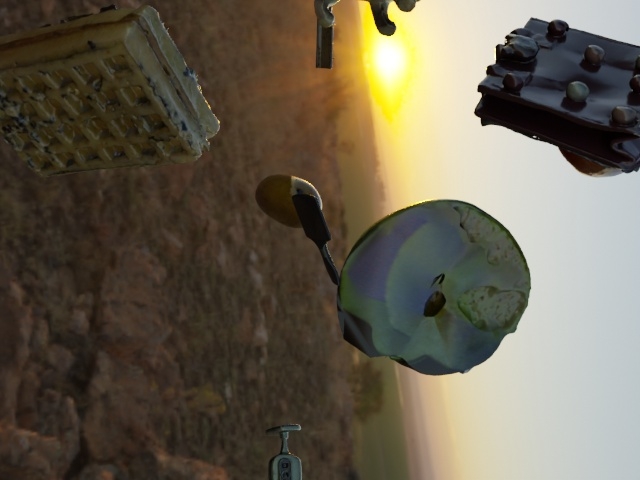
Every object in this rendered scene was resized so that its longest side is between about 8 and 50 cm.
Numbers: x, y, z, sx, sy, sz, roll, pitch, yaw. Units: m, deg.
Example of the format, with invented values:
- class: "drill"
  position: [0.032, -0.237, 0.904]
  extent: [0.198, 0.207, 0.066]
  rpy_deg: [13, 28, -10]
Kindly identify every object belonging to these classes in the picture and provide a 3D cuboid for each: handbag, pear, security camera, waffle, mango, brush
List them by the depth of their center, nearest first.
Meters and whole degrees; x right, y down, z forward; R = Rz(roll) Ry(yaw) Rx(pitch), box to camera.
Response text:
- class: "handbag"
  position: [0.310, -0.190, 0.975]
  extent: [0.203, 0.216, 0.074]
  rpy_deg: [-50, 157, -40]
- class: "security camera"
  position: [-0.052, 0.325, 1.197]
  extent: [0.058, 0.058, 0.092]
  rpy_deg: [67, 13, -67]
- class: "waffle"
  position: [-0.378, -0.229, 1.313]
  extent: [0.261, 0.376, 0.114]
  rpy_deg: [59, 38, -43]
- class: "brush"
  position: [0.000, 0.000, 1.443]
  extent: [0.016, 0.063, 0.193]
  rpy_deg: [-38, 121, -35]
- class: "pear"
  position: [0.219, 0.074, 1.641]
  extent: [0.165, 0.399, 0.399]
  rpy_deg: [-107, -175, -65]
- class: "mango"
  position: [-0.070, -0.084, 1.665]
  extent: [0.099, 0.136, 0.227]
  rpy_deg: [-65, -166, 1]
- class: "brush"
  position: [0.013, -0.513, 1.820]
  extent: [0.036, 0.043, 0.248]
  rpy_deg: [-70, 163, -58]

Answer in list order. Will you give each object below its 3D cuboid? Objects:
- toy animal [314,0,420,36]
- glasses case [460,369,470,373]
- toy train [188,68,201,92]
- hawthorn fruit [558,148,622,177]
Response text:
- class: "toy animal"
  position: [0.095, -0.438, 1.366]
  extent: [0.121, 0.233, 0.168]
  rpy_deg: [114, -30, -64]
- class: "glasses case"
  position: [0.301, 0.241, 2.069]
  extent: [0.248, 0.065, 0.087]
  rpy_deg: [46, -31, 30]
- class: "toy train"
  position: [-0.276, -0.249, 1.518]
  extent: [0.081, 0.060, 0.202]
  rpy_deg: [76, 19, -49]
- class: "hawthorn fruit"
  position: [0.481, -0.190, 1.361]
  extent: [0.173, 0.173, 0.173]
  rpy_deg: [-9, 90, -84]
